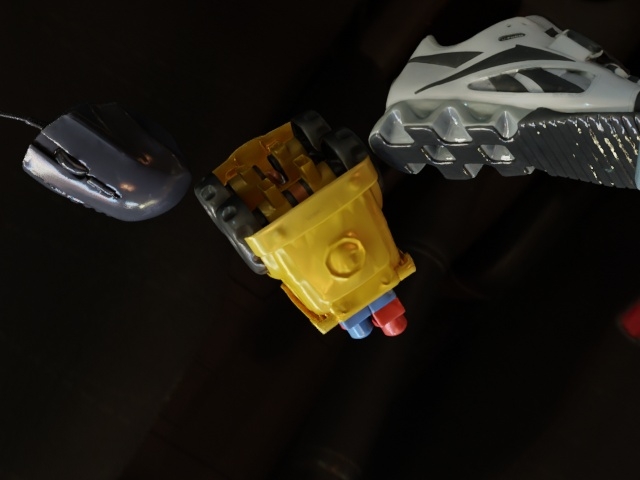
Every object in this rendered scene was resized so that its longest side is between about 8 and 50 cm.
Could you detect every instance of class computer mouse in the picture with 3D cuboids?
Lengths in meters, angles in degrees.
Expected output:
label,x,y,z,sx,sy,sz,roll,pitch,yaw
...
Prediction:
label,x,y,z,sx,sy,sz,roll,pitch,yaw
computer mouse,-0.177,-0.064,0.782,0.242,0.041,0.071,21,130,-36

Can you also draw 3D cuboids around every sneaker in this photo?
label,x,y,z,sx,sy,sz,roll,pitch,yaw
sneaker,0.207,-0.131,1.111,0.122,0.331,0.146,50,53,-53

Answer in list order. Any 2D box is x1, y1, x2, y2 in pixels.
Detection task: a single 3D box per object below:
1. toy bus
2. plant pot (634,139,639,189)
label,x,y,z,sx,sy,sz,roll,pitch,yaw
toy bus,0.000,0.000,1.277,0.149,0.220,0.211,-36,115,-6
plant pot,0.279,-0.166,0.535,0.248,0.247,0.252,-61,151,-33
